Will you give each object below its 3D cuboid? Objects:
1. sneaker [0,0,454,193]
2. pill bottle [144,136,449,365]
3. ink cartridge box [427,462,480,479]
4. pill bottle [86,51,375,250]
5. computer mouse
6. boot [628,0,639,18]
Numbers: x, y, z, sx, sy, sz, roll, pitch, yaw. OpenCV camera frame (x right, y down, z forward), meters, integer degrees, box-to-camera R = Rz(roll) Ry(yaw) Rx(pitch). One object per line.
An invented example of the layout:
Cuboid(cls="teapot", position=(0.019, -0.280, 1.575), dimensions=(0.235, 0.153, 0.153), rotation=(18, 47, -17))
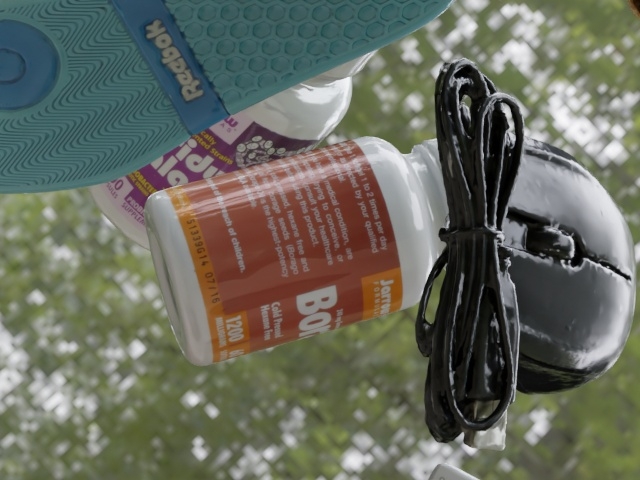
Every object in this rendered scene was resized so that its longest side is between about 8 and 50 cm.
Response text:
Cuboid(cls="sneaker", position=(-0.091, -0.149, 1.012), dimensions=(0.208, 0.319, 0.127), rotation=(-108, 179, -49))
Cuboid(cls="pill bottle", position=(0.000, 0.000, 1.332), dimensions=(0.121, 0.216, 0.121), rotation=(165, -90, -80))
Cuboid(cls="ink cartridge box", position=(0.143, 0.314, 1.315), dimensions=(0.275, 0.239, 0.060), rotation=(27, -10, 18))
Cuboid(cls="pill bottle", position=(-0.078, -0.130, 1.834), dimensions=(0.169, 0.169, 0.301), rotation=(47, -54, 2))
Cuboid(cls="computer mouse", position=(0.121, 0.021, 1.053), dimensions=(0.072, 0.188, 0.272), rotation=(-1, -8, 18))
Cuboid(cls="boot", position=(0.359, -0.251, 1.401), dimensions=(0.104, 0.211, 0.295), rotation=(57, -39, 8))
